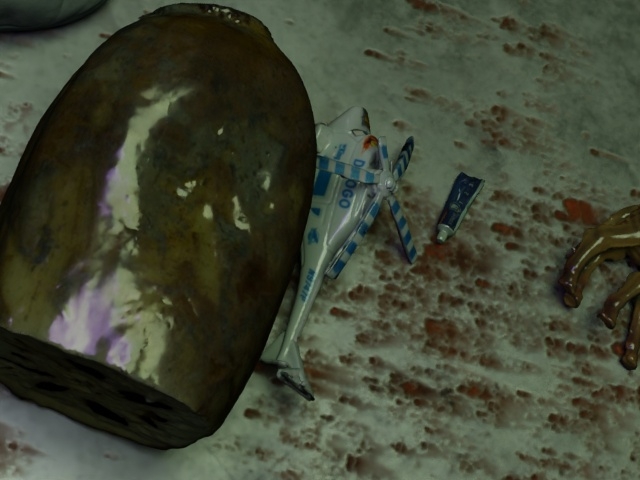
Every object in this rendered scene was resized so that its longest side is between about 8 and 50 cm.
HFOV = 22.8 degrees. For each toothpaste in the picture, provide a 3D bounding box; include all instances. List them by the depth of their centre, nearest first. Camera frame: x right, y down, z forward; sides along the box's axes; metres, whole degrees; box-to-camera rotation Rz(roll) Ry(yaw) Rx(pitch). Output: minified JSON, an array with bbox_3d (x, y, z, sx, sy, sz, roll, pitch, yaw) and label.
[{"bbox_3d":[0.128,-0.031,1.488,0.027,0.019,0.083,22,59,11],"label":"toothpaste"}]

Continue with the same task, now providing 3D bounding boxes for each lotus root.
[{"bbox_3d":[-0.134,-0.023,1.281,0.250,0.250,0.346,19,72,-9],"label":"lotus root"}]

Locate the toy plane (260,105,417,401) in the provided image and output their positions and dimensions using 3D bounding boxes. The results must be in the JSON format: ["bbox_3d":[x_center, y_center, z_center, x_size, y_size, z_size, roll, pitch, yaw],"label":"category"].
[{"bbox_3d":[0.005,0.006,1.411,0.182,0.107,0.273,19,80,-56],"label":"toy plane"}]

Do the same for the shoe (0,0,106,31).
[{"bbox_3d":[-0.296,-0.233,1.390,0.251,0.100,0.103,-19,75,-20],"label":"shoe"}]

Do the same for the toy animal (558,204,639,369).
[{"bbox_3d":[0.351,0.029,1.516,0.275,0.054,0.149,-14,77,-23],"label":"toy animal"}]
